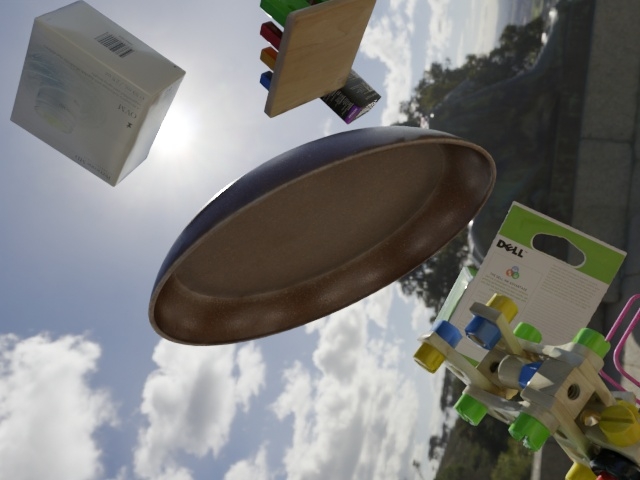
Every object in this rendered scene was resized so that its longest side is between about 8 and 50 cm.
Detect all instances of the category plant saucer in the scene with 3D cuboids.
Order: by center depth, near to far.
[{"bbox_3d":[0.000,0.000,0.499,0.050,0.310,0.310,63,-177,22],"label":"plant saucer"}]

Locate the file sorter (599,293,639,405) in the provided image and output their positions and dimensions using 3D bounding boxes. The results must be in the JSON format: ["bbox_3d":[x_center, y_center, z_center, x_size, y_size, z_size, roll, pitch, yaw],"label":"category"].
[{"bbox_3d":[0.623,0.178,0.933,0.202,0.182,0.290,-51,-4,-15],"label":"file sorter"}]

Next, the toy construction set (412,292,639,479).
[{"bbox_3d":[0.263,0.190,0.589,0.328,0.215,0.151,33,-100,-28],"label":"toy construction set"}]

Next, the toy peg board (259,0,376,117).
[{"bbox_3d":[-0.022,-0.279,0.809,0.161,0.079,0.160,-32,-21,-35],"label":"toy peg board"}]

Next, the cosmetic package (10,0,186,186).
[{"bbox_3d":[-0.405,-0.261,1.050,0.224,0.224,0.138,-52,8,38],"label":"cosmetic package"}]

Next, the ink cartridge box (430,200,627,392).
[{"bbox_3d":[0.311,0.088,0.891,0.097,0.189,0.255,-56,-9,-79],"label":"ink cartridge box"}]

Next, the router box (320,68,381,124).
[{"bbox_3d":[0.039,-0.294,1.102,0.046,0.133,0.179,-47,1,27],"label":"router box"}]
